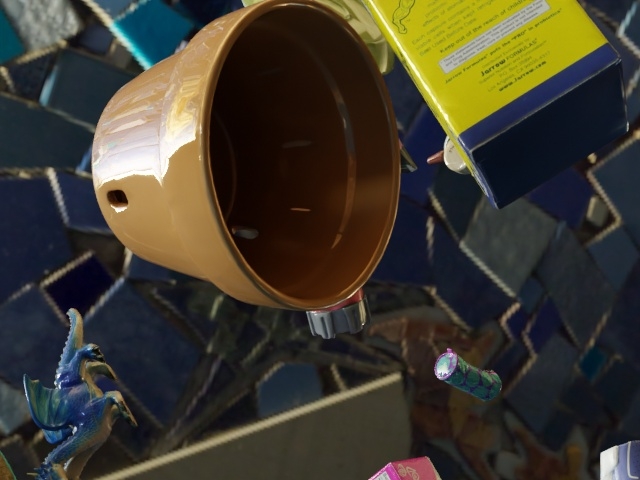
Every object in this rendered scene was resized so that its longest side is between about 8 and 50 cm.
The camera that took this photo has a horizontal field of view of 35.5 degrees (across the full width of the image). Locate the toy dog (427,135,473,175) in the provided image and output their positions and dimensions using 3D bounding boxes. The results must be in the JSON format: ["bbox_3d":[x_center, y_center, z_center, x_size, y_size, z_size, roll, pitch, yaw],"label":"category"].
[{"bbox_3d":[0.320,-0.278,2.196,0.161,0.333,0.220,2,150,35],"label":"toy dog"}]

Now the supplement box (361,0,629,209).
[{"bbox_3d":[0.193,-0.253,1.225,0.356,0.195,0.194,62,-172,26],"label":"supplement box"}]

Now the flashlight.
[{"bbox_3d":[0.000,0.000,1.598,0.103,0.304,0.103,-14,-169,6],"label":"flashlight"}]

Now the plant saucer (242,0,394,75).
[{"bbox_3d":[0.006,-0.316,1.412,0.241,0.037,0.241,22,-148,-14],"label":"plant saucer"}]

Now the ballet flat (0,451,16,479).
[{"bbox_3d":[-0.413,0.370,1.212,0.116,0.342,0.124,-30,170,15],"label":"ballet flat"}]

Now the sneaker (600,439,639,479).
[{"bbox_3d":[0.512,0.417,1.347,0.127,0.315,0.182,14,146,-42],"label":"sneaker"}]

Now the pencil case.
[{"bbox_3d":[0.322,0.295,2.178,0.152,0.070,0.064,28,171,-31],"label":"pencil case"}]

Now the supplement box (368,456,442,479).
[{"bbox_3d":[0.087,0.432,1.497,0.111,0.220,0.114,10,-136,-54],"label":"supplement box"}]

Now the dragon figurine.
[{"bbox_3d":[-0.335,0.210,1.308,0.144,0.289,0.085,-25,152,-11],"label":"dragon figurine"}]

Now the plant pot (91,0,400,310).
[{"bbox_3d":[-0.083,-0.077,0.984,0.203,0.291,0.291,-2,163,39],"label":"plant pot"}]

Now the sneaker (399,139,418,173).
[{"bbox_3d":[0.104,-0.131,1.642,0.072,0.077,0.178,54,-178,-11],"label":"sneaker"}]
